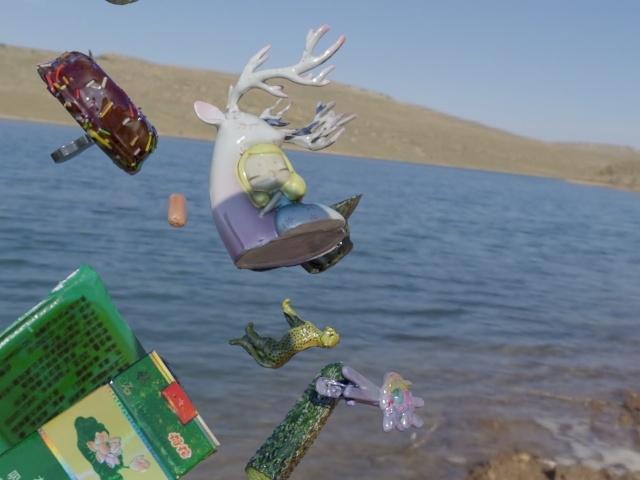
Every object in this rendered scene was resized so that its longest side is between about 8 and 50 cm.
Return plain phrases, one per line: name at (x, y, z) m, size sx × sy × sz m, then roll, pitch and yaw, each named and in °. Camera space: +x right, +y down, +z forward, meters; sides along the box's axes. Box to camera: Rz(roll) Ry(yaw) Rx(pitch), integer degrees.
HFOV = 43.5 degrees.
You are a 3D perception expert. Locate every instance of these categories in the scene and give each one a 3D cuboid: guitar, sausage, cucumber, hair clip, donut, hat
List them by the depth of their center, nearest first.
donut at (-0.355, -0.214, 1.319) m, size 0.216 × 0.096 × 0.230 m, roll 40°, pitch -11°, yaw 50°
sausage at (-0.253, -0.053, 1.422) m, size 0.034 × 0.034 × 0.083 m, roll 5°, pitch 32°, yaw -13°
hat at (0.000, 0.000, 1.767) m, size 0.265 × 0.128 × 0.265 m, roll -29°, pitch 4°, yaw 2°
hair clip at (0.129, 0.355, 1.780) m, size 0.278 × 0.137 × 0.090 m, roll 19°, pitch -34°, yaw -22°
guitar at (-0.503, -0.240, 1.810) m, size 0.233 × 0.025 × 0.088 m, roll -29°, pitch 6°, yaw 7°
cucumber at (-0.039, 0.418, 1.853) m, size 0.096 × 0.096 × 0.359 m, roll 10°, pitch 43°, yaw 33°

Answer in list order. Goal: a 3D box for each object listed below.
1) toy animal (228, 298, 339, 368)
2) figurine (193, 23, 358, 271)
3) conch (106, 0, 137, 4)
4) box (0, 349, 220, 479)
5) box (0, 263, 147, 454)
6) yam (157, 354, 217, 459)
toy animal at (-0.071, 0.199, 1.560) m, size 0.181 × 0.073 × 0.136 m, roll -28°, pitch 57°, yaw -33°
figurine at (-0.052, -0.134, 1.236) m, size 0.284 × 0.315 × 0.206 m, roll -22°, pitch -17°, yaw -7°
conch at (-0.497, -0.653, 1.690) m, size 0.197 × 0.249 × 0.368 m, roll 11°, pitch -37°, yaw 3°
box at (-0.231, 0.231, 0.829) m, size 0.235 × 0.132 × 0.034 m, roll -34°, pitch -2°, yaw -35°
box at (-0.398, 0.237, 1.254) m, size 0.106 × 0.336 × 0.264 m, roll 14°, pitch 46°, yaw 46°
yam at (-0.322, 0.362, 1.642) m, size 0.128 × 0.238 × 0.129 m, roll -32°, pitch -23°, yaw -5°
